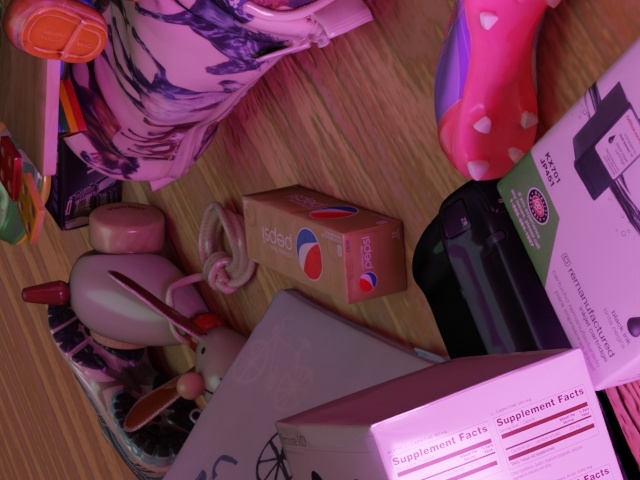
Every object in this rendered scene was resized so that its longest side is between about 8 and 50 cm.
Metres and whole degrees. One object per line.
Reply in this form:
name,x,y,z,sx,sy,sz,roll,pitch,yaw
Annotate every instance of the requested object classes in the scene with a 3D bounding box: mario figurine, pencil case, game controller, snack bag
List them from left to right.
mario figurine,-0.265,-0.273,1.293,0.320,0.198,0.170,45,150,40
pencil case,-0.104,-0.178,1.407,0.410,0.160,0.183,-38,72,61
snack bag,-0.041,0.211,1.393,0.342,0.037,0.323,-59,30,-6
game controller,0.151,0.113,1.173,0.166,0.067,0.319,112,140,-70

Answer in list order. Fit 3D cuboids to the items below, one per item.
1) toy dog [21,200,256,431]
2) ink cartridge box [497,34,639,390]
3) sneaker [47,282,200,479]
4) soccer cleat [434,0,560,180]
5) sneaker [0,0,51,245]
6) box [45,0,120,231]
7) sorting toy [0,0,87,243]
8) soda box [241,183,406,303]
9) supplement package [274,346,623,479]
toy dog,-0.191,0.078,1.684,0.333,0.161,0.220,4,105,62
ink cartridge box,0.208,-0.024,0.955,0.153,0.087,0.208,67,151,18
sneaker,-0.234,0.166,1.867,0.283,0.110,0.122,58,151,33
soccer cleat,0.115,-0.156,1.093,0.095,0.083,0.248,-125,32,-50
sneaker,-0.371,-0.137,1.808,0.109,0.123,0.295,22,123,58
box,-0.303,-0.205,1.868,0.242,0.076,0.307,47,141,43
sorting toy,-0.242,-0.136,1.460,0.132,0.046,0.274,46,136,51
soda box,0.000,0.000,1.397,0.181,0.058,0.061,22,120,58
supplement package,0.092,0.189,1.052,0.194,0.149,0.203,-18,89,70
